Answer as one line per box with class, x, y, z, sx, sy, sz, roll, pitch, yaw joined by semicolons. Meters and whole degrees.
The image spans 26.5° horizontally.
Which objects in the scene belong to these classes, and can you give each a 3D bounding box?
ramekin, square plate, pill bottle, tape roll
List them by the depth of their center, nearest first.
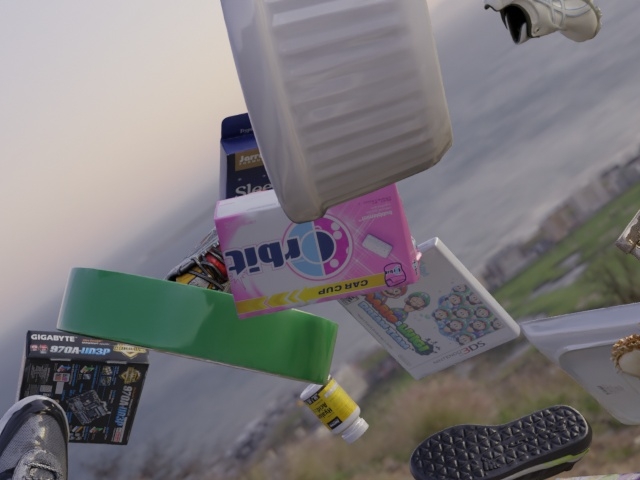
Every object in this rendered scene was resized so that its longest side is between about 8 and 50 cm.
ramekin;0.011;-0.155;0.958;0.127;0.273;0.273;-12;9;5
tape roll;-0.142;0.101;1.583;0.321;0.321;0.077;168;115;-76
square plate;0.547;0.210;2.189;0.344;0.347;0.049;-14;48;41
pill bottle;0.026;0.286;2.298;0.065;0.116;0.065;-42;3;3

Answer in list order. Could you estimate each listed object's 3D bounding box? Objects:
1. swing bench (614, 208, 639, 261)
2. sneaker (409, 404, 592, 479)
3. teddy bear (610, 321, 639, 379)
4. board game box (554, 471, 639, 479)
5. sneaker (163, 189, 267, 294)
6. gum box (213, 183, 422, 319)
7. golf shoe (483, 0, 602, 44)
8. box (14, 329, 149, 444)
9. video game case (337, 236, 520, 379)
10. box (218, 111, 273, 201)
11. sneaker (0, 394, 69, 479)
swing bench;0.495;-0.025;1.419;0.165;0.253;0.255;-45;-9;-45
sneaker;0.219;0.269;1.617;0.234;0.084;0.097;-9;-42;-13
teddy bear;0.547;0.107;1.846;0.338;0.113;0.245;-17;-33;-12
board game box;0.431;0.468;2.165;0.144;0.142;0.275;-30;0;-23
sneaker;-0.112;0.035;1.542;0.225;0.088;0.093;-46;2;22
gum box;0.000;0.000;1.327;0.188;0.107;0.062;-12;19;3
golf shoe;0.206;-0.221;1.308;0.069;0.176;0.086;16;81;45
box;-0.353;0.219;1.984;0.220;0.175;0.051;110;158;-46
video game case;0.116;0.078;1.487;0.143;0.157;0.019;-28;30;31
box;-0.067;-0.082;1.797;0.136;0.036;0.225;-13;-42;-17
sneaker;-0.271;0.268;1.319;0.153;0.101;0.268;-25;47;45
